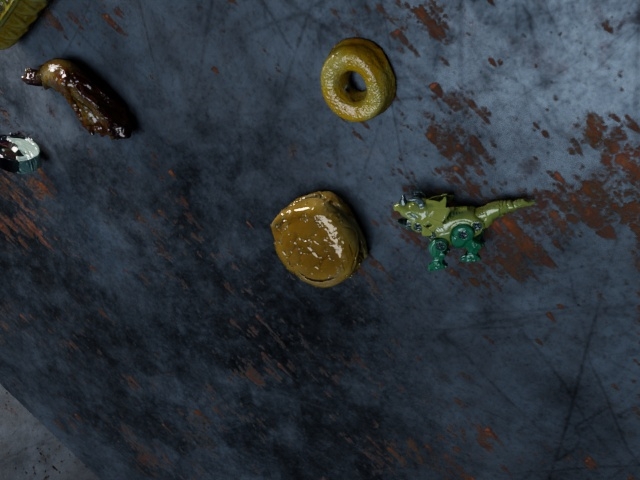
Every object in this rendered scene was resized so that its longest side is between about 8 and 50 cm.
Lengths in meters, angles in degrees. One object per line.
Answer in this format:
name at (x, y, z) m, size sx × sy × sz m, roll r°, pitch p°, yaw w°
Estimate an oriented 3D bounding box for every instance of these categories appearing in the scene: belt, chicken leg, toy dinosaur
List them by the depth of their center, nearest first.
toy dinosaur at (0.273, -0.029, 1.137) m, size 0.259 × 0.094 × 0.153 m, roll -4°, pitch 122°, yaw 22°
chicken leg at (-0.576, -0.340, 1.422) m, size 0.322 × 0.083 × 0.177 m, roll 40°, pitch 146°, yaw -3°
belt at (-0.815, -0.230, 1.607) m, size 0.139 × 0.105 × 0.058 m, roll 24°, pitch 134°, yaw 6°

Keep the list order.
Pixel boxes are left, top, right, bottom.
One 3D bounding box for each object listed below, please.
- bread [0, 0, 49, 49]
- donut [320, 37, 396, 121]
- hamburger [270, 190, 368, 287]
bread at (-0.699, -0.525, 1.358) m, size 0.269 × 0.098 × 0.087 m, roll -24°, pitch 68°, yaw 38°
donut at (0.063, -0.288, 1.100) m, size 0.151 × 0.058 × 0.152 m, roll 15°, pitch 128°, yaw 19°
hamburger at (0.001, 0.000, 1.299) m, size 0.213 × 0.108 × 0.214 m, roll 15°, pitch 122°, yaw 25°
